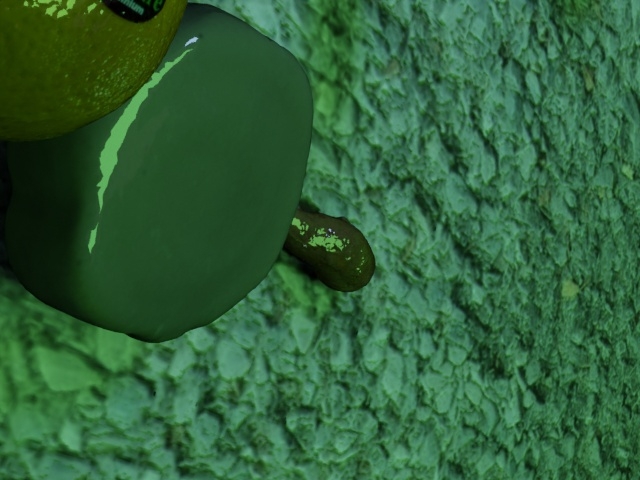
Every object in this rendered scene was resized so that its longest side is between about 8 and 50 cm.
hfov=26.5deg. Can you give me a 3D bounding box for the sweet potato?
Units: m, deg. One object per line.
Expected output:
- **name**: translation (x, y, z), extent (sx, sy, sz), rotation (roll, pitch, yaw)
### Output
- **sweet potato**: translation (0.006, 0.002, 1.322), extent (0.226, 0.068, 0.068), rotation (40, 69, -53)

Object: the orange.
- **orange**: translation (-0.190, -0.170, 0.835), extent (0.236, 0.236, 0.236), rotation (-26, 122, -49)

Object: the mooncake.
- **mooncake**: translation (-0.127, -0.054, 1.046), extent (0.275, 0.135, 0.274), rotation (-28, 127, -46)
